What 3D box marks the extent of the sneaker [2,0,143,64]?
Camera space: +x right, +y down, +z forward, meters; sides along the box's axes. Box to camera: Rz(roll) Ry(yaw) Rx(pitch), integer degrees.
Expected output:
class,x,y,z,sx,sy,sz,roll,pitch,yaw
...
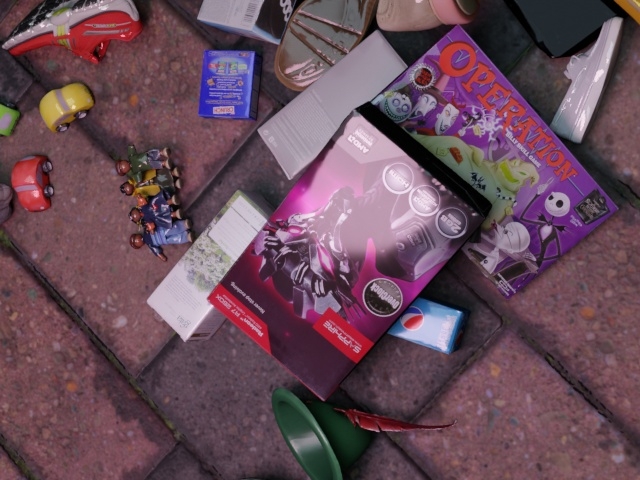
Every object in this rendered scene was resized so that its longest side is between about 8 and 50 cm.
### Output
class,x,y,z,sx,sy,sz,roll,pitch,yaw
sneaker,-0.416,-0.341,1.716,0.279,0.118,0.107,-9,40,32

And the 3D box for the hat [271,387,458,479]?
class,x,y,z,sx,sy,sz,roll,pitch,yaw
hat,0.056,0.271,1.555,0.183,0.173,0.208,-28,65,-23

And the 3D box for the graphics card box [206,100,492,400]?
class,x,y,z,sx,sy,sz,roll,pitch,yaw
graphics card box,0.035,0.019,1.440,0.233,0.094,0.371,41,111,3

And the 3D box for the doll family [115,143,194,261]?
class,x,y,z,sx,sy,sz,roll,pitch,yaw
doll family,-0.276,-0.061,1.667,0.111,0.076,0.193,-12,86,12

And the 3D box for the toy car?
class,x,y,z,sx,sy,sz,roll,pitch,yaw
toy car,-0.524,-0.193,1.764,0.225,0.053,0.239,27,95,17

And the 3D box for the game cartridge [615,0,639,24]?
class,x,y,z,sx,sy,sz,roll,pitch,yaw
game cartridge,0.463,-0.478,1.431,0.285,0.053,0.324,-40,74,-3

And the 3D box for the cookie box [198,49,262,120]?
class,x,y,z,sx,sy,sz,roll,pitch,yaw
cookie box,-0.145,-0.248,1.650,0.091,0.040,0.107,5,88,18

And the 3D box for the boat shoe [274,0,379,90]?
class,x,y,z,sx,sy,sz,roll,pitch,yaw
boat shoe,0.037,-0.358,1.571,0.109,0.098,0.302,32,95,4

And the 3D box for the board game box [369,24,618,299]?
class,x,y,z,sx,sy,sz,roll,pitch,yaw
board game box,0.229,-0.108,1.455,0.208,0.056,0.347,-42,97,8

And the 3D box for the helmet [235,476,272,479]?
class,x,y,z,sx,sy,sz,roll,pitch,yaw
helmet,-0.093,0.436,1.532,0.169,0.169,0.162,-2,102,18

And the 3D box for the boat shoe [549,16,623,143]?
class,x,y,z,sx,sy,sz,roll,pitch,yaw
boat shoe,0.377,-0.233,1.464,0.063,0.066,0.184,22,111,18

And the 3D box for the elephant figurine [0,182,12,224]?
class,x,y,z,sx,sy,sz,roll,pitch,yaw
elephant figurine,-0.644,-0.117,1.758,0.186,0.169,0.239,-34,70,-22

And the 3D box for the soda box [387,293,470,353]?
class,x,y,z,sx,sy,sz,roll,pitch,yaw
soda box,0.111,0.103,1.530,0.210,0.071,0.067,19,95,18

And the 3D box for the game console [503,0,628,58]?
class,x,y,z,sx,sy,sz,roll,pitch,yaw
game console,0.326,-0.456,1.508,0.213,0.044,0.361,-37,76,13

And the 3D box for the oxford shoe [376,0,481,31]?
class,x,y,z,sx,sy,sz,roll,pitch,yaw
oxford shoe,0.150,-0.470,1.447,0.146,0.140,0.397,-8,58,33

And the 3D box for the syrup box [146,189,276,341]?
class,x,y,z,sx,sy,sz,roll,pitch,yaw
syrup box,-0.153,0.042,1.607,0.093,0.096,0.237,42,100,16

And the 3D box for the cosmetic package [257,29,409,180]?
class,x,y,z,sx,sy,sz,roll,pitch,yaw
cosmetic package,0.036,-0.196,1.544,0.238,0.127,0.107,-36,78,14

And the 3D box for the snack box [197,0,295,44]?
class,x,y,z,sx,sy,sz,roll,pitch,yaw
snack box,-0.072,-0.472,1.582,0.187,0.060,0.322,27,97,53
